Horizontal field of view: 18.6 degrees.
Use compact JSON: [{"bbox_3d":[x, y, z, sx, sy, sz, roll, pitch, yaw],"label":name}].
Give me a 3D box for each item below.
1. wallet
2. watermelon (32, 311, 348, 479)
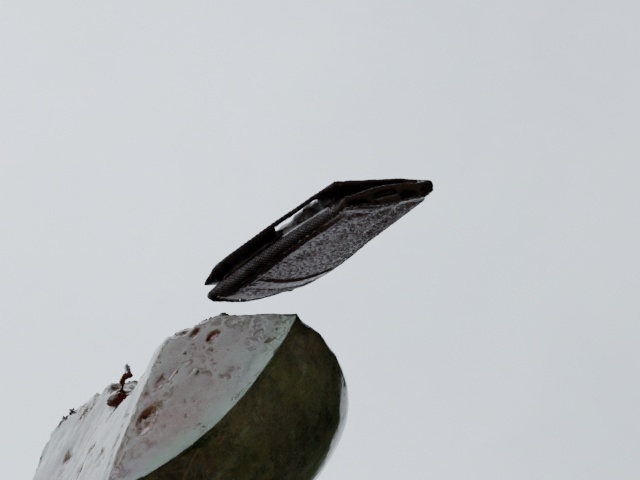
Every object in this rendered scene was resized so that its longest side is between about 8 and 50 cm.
[{"bbox_3d":[0.000,0.001,1.478,0.111,0.166,0.030,-3,-115,-46],"label":"wallet"},{"bbox_3d":[-0.100,0.196,1.500,0.175,0.322,0.188,31,-126,-15],"label":"watermelon"}]
